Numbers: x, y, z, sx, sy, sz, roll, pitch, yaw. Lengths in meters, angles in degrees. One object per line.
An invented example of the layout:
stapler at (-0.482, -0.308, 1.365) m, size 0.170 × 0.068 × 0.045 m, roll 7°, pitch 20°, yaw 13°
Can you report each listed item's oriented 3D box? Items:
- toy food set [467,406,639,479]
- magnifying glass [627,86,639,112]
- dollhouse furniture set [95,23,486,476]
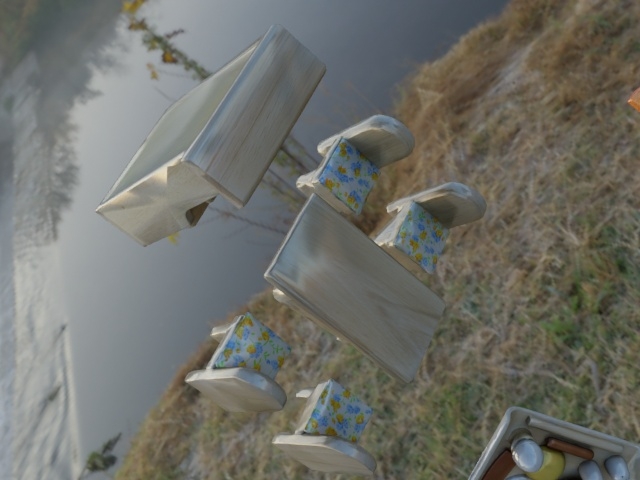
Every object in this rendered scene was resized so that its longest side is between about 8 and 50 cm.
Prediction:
toy food set at (0.402, 0.427, 1.470) m, size 0.092 × 0.306 × 0.220 m, roll -95°, pitch 26°, yaw -67°
magnifying glass at (0.553, -0.144, 1.273) m, size 0.092 × 0.231 × 0.026 m, roll -51°, pitch 0°, yaw 18°
dollhouse furniture set at (0.000, 0.000, 0.926) m, size 0.256 × 0.394 × 0.362 m, roll -18°, pitch 38°, yaw 56°
